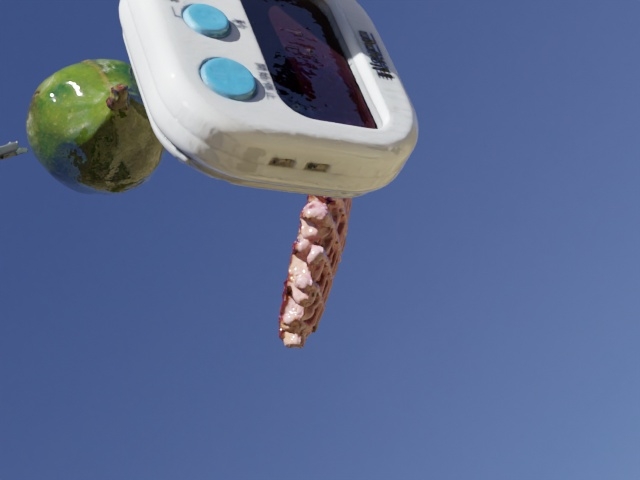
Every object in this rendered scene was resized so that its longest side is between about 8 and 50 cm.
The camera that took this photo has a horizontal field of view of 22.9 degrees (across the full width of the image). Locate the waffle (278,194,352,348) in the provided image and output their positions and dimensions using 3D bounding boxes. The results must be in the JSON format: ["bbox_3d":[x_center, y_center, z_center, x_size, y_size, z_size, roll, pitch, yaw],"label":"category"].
[{"bbox_3d":[0.000,0.000,1.847,0.234,0.055,0.221,-72,-5,-60],"label":"waffle"}]

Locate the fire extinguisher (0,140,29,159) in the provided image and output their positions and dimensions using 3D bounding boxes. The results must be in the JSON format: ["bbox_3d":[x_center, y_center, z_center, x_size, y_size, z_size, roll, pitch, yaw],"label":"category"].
[{"bbox_3d":[-0.401,-0.075,1.550,0.294,0.118,0.093,-18,-83,-67],"label":"fire extinguisher"}]

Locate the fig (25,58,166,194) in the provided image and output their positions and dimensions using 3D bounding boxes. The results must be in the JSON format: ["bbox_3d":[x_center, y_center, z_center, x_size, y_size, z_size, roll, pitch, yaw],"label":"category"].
[{"bbox_3d":[-0.293,-0.154,2.113,0.195,0.195,0.245,-43,9,-10],"label":"fig"}]

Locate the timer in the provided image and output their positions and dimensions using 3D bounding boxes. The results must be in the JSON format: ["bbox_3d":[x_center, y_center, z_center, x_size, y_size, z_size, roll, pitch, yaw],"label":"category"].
[{"bbox_3d":[-0.047,-0.142,1.348,0.237,0.262,0.087,8,-47,-31],"label":"timer"}]
